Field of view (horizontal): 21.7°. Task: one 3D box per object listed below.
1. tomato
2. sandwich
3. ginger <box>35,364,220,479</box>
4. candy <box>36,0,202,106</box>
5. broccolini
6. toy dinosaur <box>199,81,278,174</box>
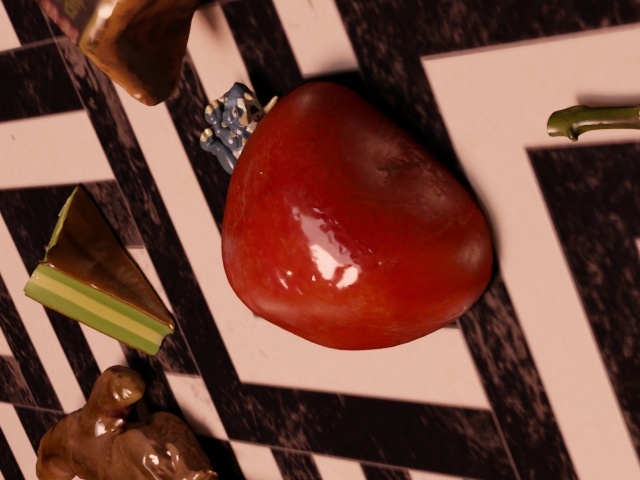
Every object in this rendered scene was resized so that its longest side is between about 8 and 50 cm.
[{"bbox_3d":[0.002,0.008,0.967,0.166,0.082,0.174,44,138,10],"label":"tomato"},{"bbox_3d":[-0.159,0.025,1.296,0.116,0.074,0.074,28,149,-11],"label":"sandwich"},{"bbox_3d":[-0.122,0.198,1.330,0.333,0.080,0.166,35,127,43],"label":"ginger"},{"bbox_3d":[-0.093,-0.203,0.932,0.143,0.101,0.271,46,141,9],"label":"candy"},{"bbox_3d":[0.167,-0.063,0.742,0.052,0.054,0.194,43,152,-10],"label":"broccolini"},{"bbox_3d":[-0.049,-0.063,1.045,0.047,0.030,0.083,47,147,23],"label":"toy dinosaur"}]
